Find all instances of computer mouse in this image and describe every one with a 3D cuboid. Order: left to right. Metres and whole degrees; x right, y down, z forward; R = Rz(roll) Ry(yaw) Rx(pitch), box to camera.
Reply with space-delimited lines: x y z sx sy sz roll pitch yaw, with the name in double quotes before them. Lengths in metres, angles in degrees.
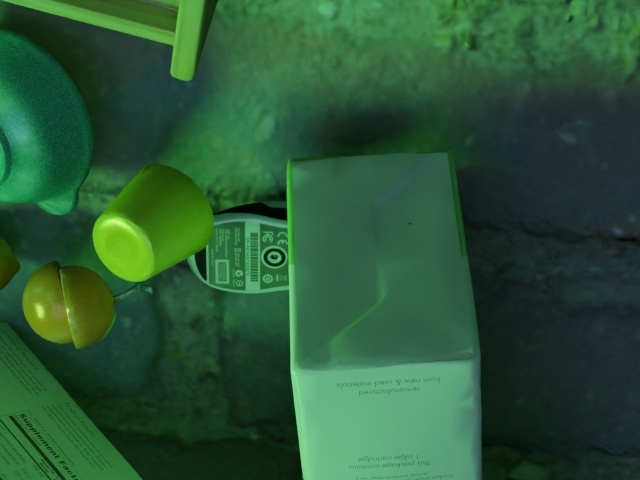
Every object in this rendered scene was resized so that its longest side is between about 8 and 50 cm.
"computer mouse" 0.000 0.000 1.309 0.193 0.042 0.106 3 123 0

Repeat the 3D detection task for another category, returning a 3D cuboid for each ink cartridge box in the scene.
"ink cartridge box" 0.048 0.137 1.253 0.119 0.207 0.353 -4 132 1

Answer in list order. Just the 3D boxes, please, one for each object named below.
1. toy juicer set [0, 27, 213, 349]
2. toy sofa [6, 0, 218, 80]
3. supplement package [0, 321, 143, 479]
"toy juicer set" -0.236 -0.064 1.292 0.329 0.089 0.209 43 134 4
"toy sofa" -0.219 -0.250 1.163 0.362 0.177 0.150 14 142 -1
"supplement package" -0.245 0.227 1.334 0.262 0.145 0.204 44 121 26
